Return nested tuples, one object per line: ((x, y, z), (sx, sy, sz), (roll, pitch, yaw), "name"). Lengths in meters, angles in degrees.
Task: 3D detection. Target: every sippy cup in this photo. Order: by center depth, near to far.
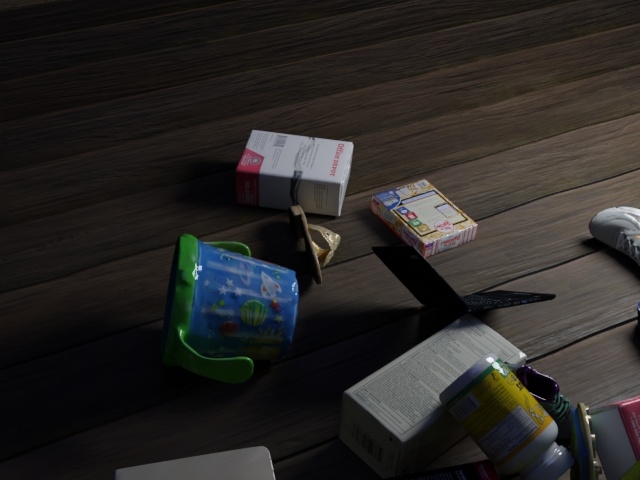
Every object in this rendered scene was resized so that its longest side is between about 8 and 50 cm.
((-0.161, 0.120, 1.752), (0.224, 0.240, 0.306), (8, 69, -10), "sippy cup")

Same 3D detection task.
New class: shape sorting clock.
((0.414, 0.354, 1.508), (0.040, 0.206, 0.206), (-1, 38, 8), "shape sorting clock")

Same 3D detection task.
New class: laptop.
((0.261, 0.060, 1.827), (0.264, 0.137, 0.234), (-8, 2, -15), "laptop")

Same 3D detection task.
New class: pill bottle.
((0.293, 0.287, 1.517), (0.117, 0.118, 0.208), (-31, 74, -36), "pill bottle")

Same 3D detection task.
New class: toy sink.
((-0.177, 0.417, 1.437), (0.234, 0.131, 0.153), (-9, 40, -8), "toy sink")

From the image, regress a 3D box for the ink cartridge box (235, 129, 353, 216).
((-0.056, -0.152, 2.180), (0.237, 0.100, 0.172), (7, 39, 6), "ink cartridge box")

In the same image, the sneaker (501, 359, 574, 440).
((0.376, 0.273, 1.617), (0.223, 0.098, 0.083), (33, 67, -26), "sneaker")

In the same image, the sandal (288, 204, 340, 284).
((0.000, -0.005, 2.013), (0.079, 0.088, 0.240), (-12, 36, -11), "sandal")

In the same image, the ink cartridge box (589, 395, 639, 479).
((0.597, 0.332, 1.556), (0.283, 0.117, 0.207), (-12, 74, -19), "ink cartridge box")

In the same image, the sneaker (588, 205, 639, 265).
((0.685, 0.017, 2.044), (0.262, 0.099, 0.121), (20, 46, 21), "sneaker")

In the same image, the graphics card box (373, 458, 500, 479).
((0.119, 0.464, 1.433), (0.370, 0.094, 0.233), (-6, 39, -15), "graphics card box")

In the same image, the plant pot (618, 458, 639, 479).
((0.457, 0.457, 1.238), (0.353, 0.366, 0.366), (-38, 45, 5), "plant pot")

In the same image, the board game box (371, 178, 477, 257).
((0.224, -0.051, 2.123), (0.146, 0.045, 0.193), (-18, 44, -26), "board game box")

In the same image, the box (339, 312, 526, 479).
((0.193, 0.265, 1.665), (0.311, 0.121, 0.148), (-26, 47, -32), "box")

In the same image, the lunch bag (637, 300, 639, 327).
((0.653, 0.159, 1.886), (0.067, 0.065, 0.098), (-14, 41, 2), "lunch bag")
